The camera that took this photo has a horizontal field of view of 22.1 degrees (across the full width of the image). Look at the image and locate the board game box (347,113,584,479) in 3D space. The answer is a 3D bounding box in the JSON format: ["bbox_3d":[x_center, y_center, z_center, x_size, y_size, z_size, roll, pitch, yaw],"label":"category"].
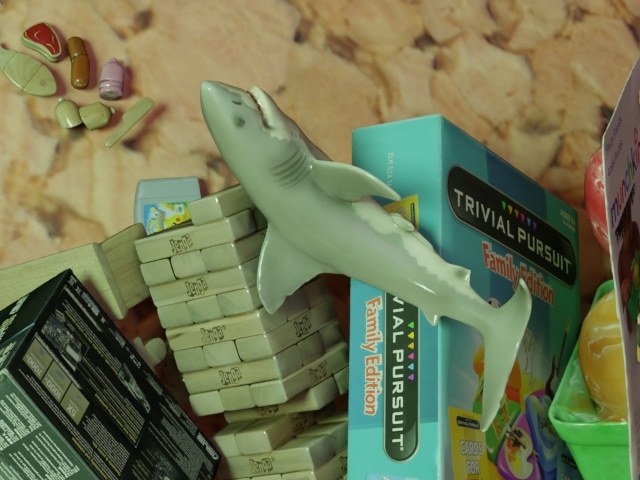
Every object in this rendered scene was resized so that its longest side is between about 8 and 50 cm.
[{"bbox_3d":[0.116,0.106,1.224,0.254,0.079,0.336,26,60,-55],"label":"board game box"}]

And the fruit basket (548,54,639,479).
[{"bbox_3d":[0.271,0.023,1.232,0.327,0.166,0.353,-52,142,-57],"label":"fruit basket"}]

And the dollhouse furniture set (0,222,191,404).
[{"bbox_3d":[-0.142,0.056,1.235,0.151,0.123,0.144,-34,105,-53],"label":"dollhouse furniture set"}]

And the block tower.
[{"bbox_3d":[-0.027,0.124,1.180,0.091,0.097,0.335,-27,101,-54],"label":"block tower"}]

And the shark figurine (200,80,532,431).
[{"bbox_3d":[0.019,0.017,1.095,0.278,0.166,0.116,39,86,8],"label":"shark figurine"}]

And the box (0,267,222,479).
[{"bbox_3d":[-0.159,0.133,1.085,0.180,0.078,0.147,53,21,-16],"label":"box"}]

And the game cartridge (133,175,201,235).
[{"bbox_3d":[-0.117,-0.009,1.277,0.056,0.017,0.083,-6,76,-19],"label":"game cartridge"}]

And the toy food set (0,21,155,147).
[{"bbox_3d":[-0.194,-0.126,1.281,0.122,0.019,0.078,41,63,3],"label":"toy food set"}]
